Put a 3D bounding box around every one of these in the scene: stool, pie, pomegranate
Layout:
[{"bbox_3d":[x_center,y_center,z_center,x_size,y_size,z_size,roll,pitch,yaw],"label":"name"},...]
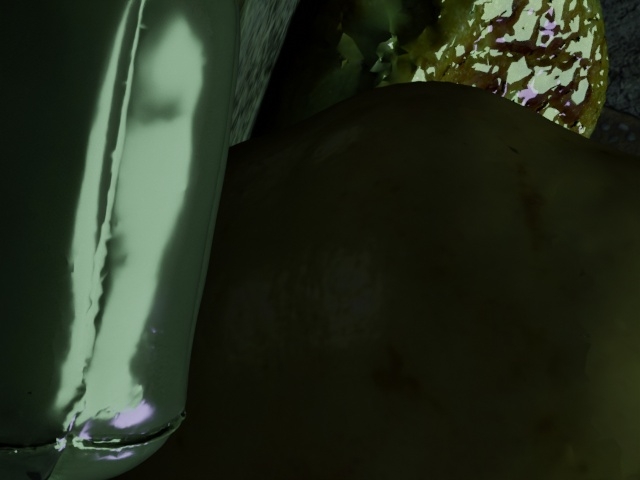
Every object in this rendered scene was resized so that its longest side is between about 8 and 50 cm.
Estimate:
[{"bbox_3d":[-0.064,-0.012,0.345,0.096,0.096,0.110,-48,152,-81],"label":"stool"},{"bbox_3d":[0.084,-0.076,1.235,0.288,0.103,0.354,-46,140,-22],"label":"pie"},{"bbox_3d":[0.062,0.140,0.805,0.411,0.412,0.411,20,90,-87],"label":"pomegranate"}]
